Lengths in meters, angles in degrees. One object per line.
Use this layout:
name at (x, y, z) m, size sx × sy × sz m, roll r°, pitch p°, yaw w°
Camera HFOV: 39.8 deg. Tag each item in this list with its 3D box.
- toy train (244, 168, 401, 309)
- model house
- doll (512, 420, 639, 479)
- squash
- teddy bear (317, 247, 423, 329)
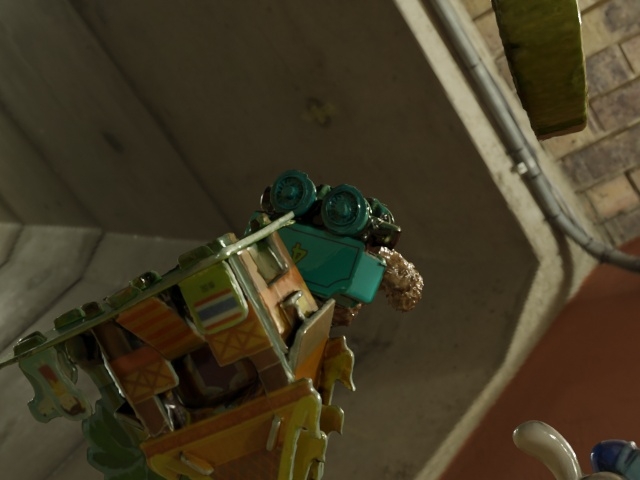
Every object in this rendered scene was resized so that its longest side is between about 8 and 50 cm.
toy train at (0.000, 0.000, 1.113) m, size 0.198 × 0.107 × 0.154 m, roll 19°, pitch -93°, yaw 26°
model house at (-0.143, 0.182, 0.928) m, size 0.358 × 0.312 × 0.242 m, roll -25°, pitch -178°, yaw 17°
doll at (0.532, 0.465, 1.474) m, size 0.366 × 0.375 × 0.187 m, roll -5°, pitch 166°, yaw -19°
squash at (0.120, -0.166, 0.506) m, size 0.041 × 0.219 × 0.219 m, roll -11°, pitch -151°, yaw 18°
teddy bear at (0.061, 0.090, 1.599) m, size 0.246 × 0.296 × 0.222 m, roll -5°, pitch -131°, yaw 26°
